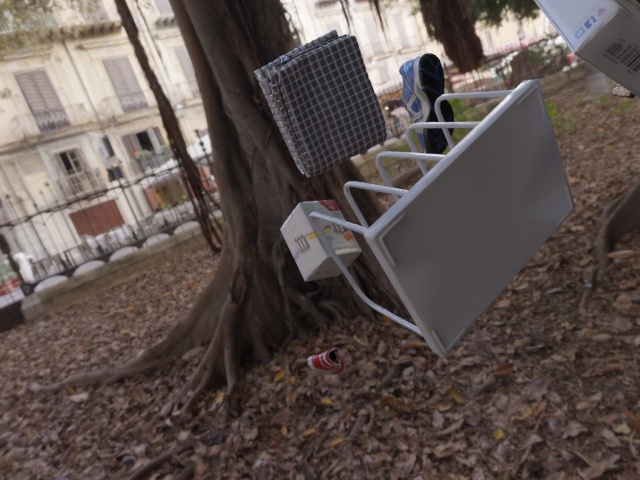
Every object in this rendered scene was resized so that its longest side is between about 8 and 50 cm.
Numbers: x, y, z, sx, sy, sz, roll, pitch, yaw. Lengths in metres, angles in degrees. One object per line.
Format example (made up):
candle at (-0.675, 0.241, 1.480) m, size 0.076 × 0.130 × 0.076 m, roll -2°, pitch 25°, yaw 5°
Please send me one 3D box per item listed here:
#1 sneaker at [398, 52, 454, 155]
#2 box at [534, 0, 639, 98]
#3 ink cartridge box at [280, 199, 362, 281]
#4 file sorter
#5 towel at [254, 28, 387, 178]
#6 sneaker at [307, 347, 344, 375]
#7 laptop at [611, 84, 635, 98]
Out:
sneaker at (0.214, -0.271, 0.958) m, size 0.080 × 0.211 × 0.081 m, roll -26°, pitch 26°, yaw -27°
box at (0.344, -0.293, 0.587) m, size 0.232 × 0.322 × 0.058 m, roll 16°, pitch -42°, yaw -25°
ink cartridge box at (0.000, 0.000, 1.260) m, size 0.128 × 0.176 × 0.127 m, roll -8°, pitch -28°, yaw -39°
file sorter at (0.152, -0.039, 0.605) m, size 0.277 × 0.193 × 0.173 m, roll -43°, pitch 30°, yaw -16°
towel at (0.013, -0.319, 1.106) m, size 0.234 × 0.284 × 0.121 m, roll -29°, pitch 27°, yaw -11°
sneaker at (0.033, 0.271, 1.048) m, size 0.067 × 0.042 × 0.118 m, roll -28°, pitch -32°, yaw 30°
laptop at (0.626, -0.279, 0.723) m, size 0.264 × 0.137 × 0.234 m, roll -44°, pitch -5°, yaw 30°
